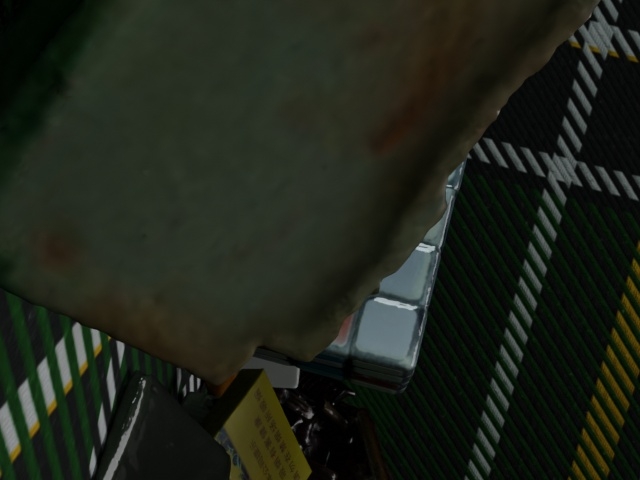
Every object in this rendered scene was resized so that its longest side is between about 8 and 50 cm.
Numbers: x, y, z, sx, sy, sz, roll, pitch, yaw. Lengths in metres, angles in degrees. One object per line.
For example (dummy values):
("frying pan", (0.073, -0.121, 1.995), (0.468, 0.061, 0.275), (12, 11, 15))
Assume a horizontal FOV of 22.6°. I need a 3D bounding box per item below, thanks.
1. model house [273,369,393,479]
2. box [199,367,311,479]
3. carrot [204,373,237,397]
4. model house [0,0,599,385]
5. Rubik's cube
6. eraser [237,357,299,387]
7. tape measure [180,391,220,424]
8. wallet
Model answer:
("model house", (-0.053, 0.292, 2.098), (0.282, 0.297, 0.317), (36, 67, -39))
("box", (-0.109, 0.281, 1.713), (0.279, 0.041, 0.153), (-53, 129, -44))
("carrot", (-0.118, 0.114, 1.953), (0.248, 0.043, 0.043), (97, 8, -49))
("model house", (-0.054, -0.133, 0.839), (0.312, 0.245, 0.280), (-50, -144, 22))
("Rubik's cube", (0.000, 0.000, 1.657), (0.256, 0.253, 0.259), (85, 19, -80))
("eraser", (-0.053, 0.026, 1.925), (0.076, 0.078, 0.298), (-87, -178, -70))
("tape measure", (-0.136, 0.301, 1.845), (0.207, 0.115, 0.235), (102, 4, -64))
("wallet", (-0.159, 0.236, 1.516), (0.245, 0.052, 0.169), (62, 43, -58))
